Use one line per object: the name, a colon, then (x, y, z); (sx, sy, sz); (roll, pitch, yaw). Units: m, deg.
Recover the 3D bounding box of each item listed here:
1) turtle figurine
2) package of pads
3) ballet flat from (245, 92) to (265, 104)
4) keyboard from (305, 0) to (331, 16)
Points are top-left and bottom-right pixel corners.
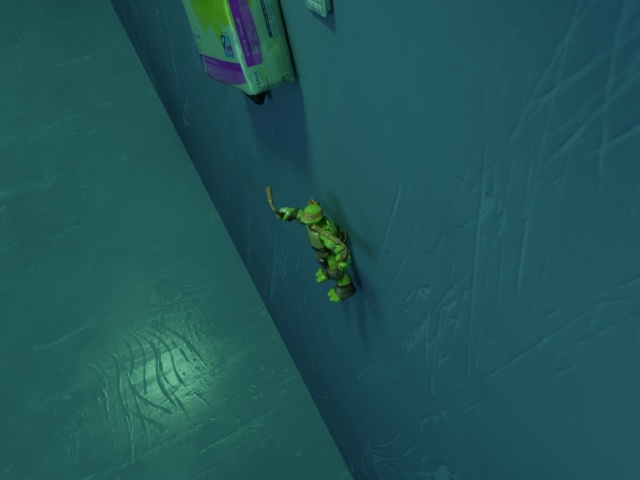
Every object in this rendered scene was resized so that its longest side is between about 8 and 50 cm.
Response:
turtle figurine: (0.000, 0.000, 0.986); (0.269, 0.087, 0.218); (35, 154, 44)
package of pads: (-0.164, -0.398, 0.915); (0.296, 0.101, 0.229); (38, 149, 56)
ballet flat: (-0.166, -0.327, 1.086); (0.173, 0.057, 0.049); (43, 141, 50)
keyboard: (-0.022, -0.410, 0.623); (0.072, 0.014, 0.256); (47, 155, 46)
